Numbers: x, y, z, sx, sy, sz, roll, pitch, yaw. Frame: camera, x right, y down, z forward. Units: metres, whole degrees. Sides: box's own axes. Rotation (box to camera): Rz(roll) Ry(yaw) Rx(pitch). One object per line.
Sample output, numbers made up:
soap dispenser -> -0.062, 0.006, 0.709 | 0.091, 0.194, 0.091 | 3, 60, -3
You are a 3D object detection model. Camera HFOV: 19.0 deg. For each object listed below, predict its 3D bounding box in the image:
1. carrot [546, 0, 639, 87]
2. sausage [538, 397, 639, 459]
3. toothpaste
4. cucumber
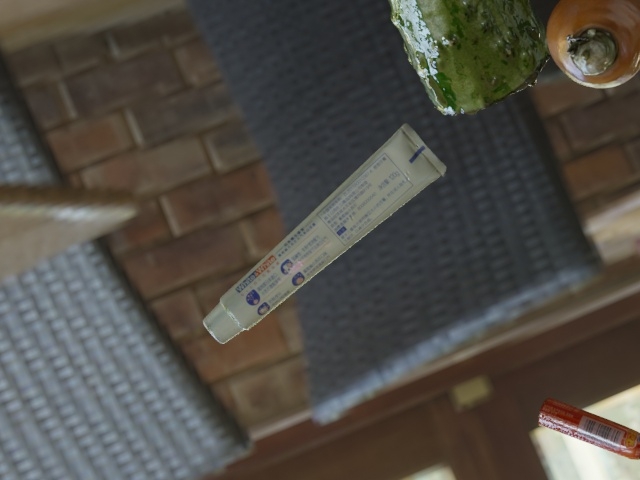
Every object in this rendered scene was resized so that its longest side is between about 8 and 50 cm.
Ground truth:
carrot -> 0.201, -0.161, 1.321 | 0.069, 0.069, 0.336 | -26, -170, 20
sausage -> 0.300, 0.206, 2.067 | 0.129, 0.034, 0.034 | 19, -171, 23
toothpaste -> 0.000, 0.000, 1.453 | 0.218, 0.052, 0.033 | -41, -165, 4
cucumber -> 0.106, -0.238, 1.713 | 0.134, 0.134, 0.244 | -25, 129, 13
